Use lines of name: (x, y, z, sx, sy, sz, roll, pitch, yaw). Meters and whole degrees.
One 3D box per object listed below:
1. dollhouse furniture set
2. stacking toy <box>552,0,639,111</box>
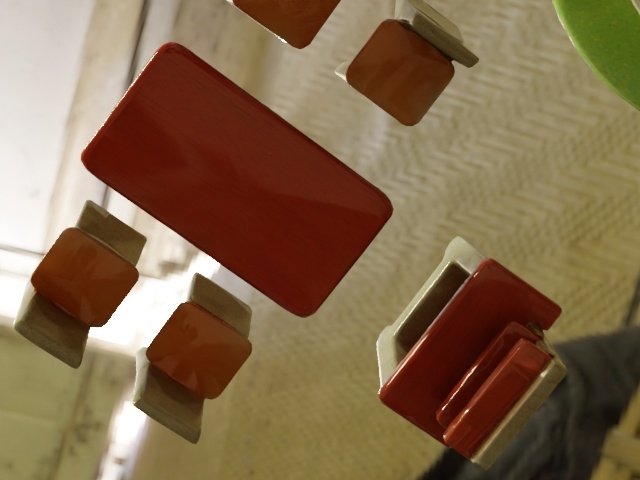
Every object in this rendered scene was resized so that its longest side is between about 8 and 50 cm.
dollhouse furniture set: (0.000, 0.000, 0.851, 0.262, 0.259, 0.135, -53, 13, 11)
stacking toy: (0.123, -0.098, 0.317, 0.309, 0.279, 0.130, -1, 42, 34)
